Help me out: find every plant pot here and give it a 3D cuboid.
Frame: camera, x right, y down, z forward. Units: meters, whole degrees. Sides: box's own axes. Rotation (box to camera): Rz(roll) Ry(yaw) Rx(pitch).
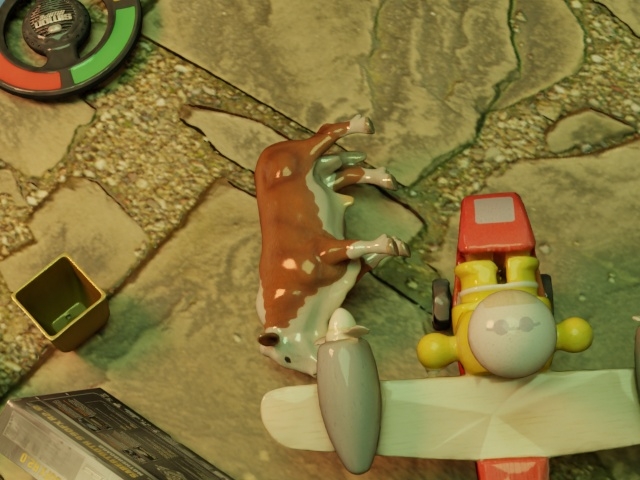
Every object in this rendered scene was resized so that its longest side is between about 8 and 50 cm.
[{"bbox_3d":[-0.292,0.081,1.601,0.081,0.083,0.081,-40,65,-14],"label":"plant pot"}]

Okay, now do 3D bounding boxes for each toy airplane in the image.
[{"bbox_3d":[0.187,0.156,1.403,0.386,0.272,0.384,-43,67,-16],"label":"toy airplane"}]

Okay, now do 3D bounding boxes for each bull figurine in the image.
[{"bbox_3d":[0.000,0.000,1.587,0.188,0.101,0.310,-20,57,15],"label":"bull figurine"}]

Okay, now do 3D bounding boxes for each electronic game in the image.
[{"bbox_3d":[-0.347,-0.283,1.821,0.229,0.048,0.229,-2,62,4],"label":"electronic game"}]

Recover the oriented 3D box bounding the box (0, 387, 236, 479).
[{"bbox_3d":[-0.203,0.240,1.451,0.231,0.183,0.056,30,100,19],"label":"box"}]
